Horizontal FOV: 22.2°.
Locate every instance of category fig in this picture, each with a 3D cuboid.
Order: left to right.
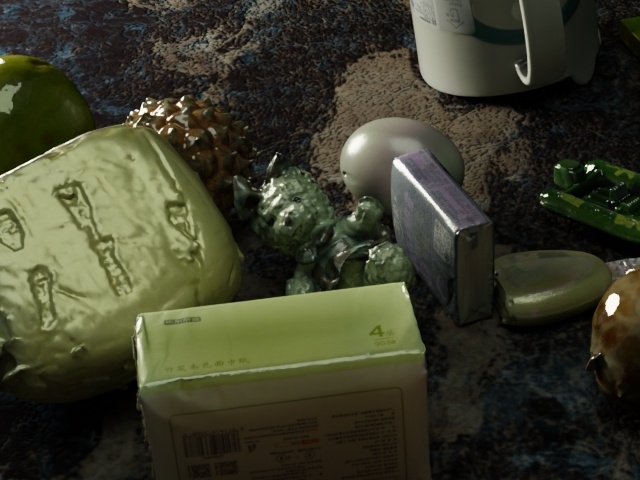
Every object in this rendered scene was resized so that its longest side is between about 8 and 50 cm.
[{"bbox_3d":[-0.320,-0.084,1.643,0.181,0.181,0.191,5,47,15],"label":"fig"}]

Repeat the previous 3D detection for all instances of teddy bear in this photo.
[{"bbox_3d":[0.013,0.010,1.571,0.133,0.111,0.213,-46,59,7],"label":"teddy bear"}]

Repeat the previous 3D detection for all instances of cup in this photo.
[{"bbox_3d":[0.215,-0.296,1.878,0.219,0.257,0.289,-14,35,-3],"label":"cup"}]

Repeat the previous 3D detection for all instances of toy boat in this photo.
[{"bbox_3d":[0.319,-0.033,1.642,0.104,0.052,0.210,-28,35,-33],"label":"toy boat"}]

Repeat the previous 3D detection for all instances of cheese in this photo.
[{"bbox_3d":[0.259,0.036,1.565,0.192,0.037,0.097,-10,35,-7],"label":"cheese"}]

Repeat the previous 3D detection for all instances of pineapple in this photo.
[{"bbox_3d":[-0.142,-0.082,1.703,0.166,0.166,0.193,0,23,8],"label":"pineapple"}]

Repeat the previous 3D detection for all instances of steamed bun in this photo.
[{"bbox_3d":[-0.219,0.036,1.517,0.273,0.166,0.232,-31,73,-23],"label":"steamed bun"}]

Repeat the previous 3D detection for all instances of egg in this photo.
[{"bbox_3d":[0.085,-0.076,1.697,0.135,0.103,0.103,13,38,25],"label":"egg"}]

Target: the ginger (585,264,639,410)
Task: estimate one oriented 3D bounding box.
[{"bbox_3d":[0.429,0.072,1.379,0.375,0.176,0.256,16,57,26],"label":"ginger"}]

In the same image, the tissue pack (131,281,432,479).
[{"bbox_3d":[-0.031,0.135,1.351,0.234,0.159,0.125,-8,34,-2],"label":"tissue pack"}]

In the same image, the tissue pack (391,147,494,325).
[{"bbox_3d":[0.118,-0.006,1.580,0.051,0.112,0.156,-15,35,-15],"label":"tissue pack"}]

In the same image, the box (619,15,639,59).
[{"bbox_3d":[0.472,-0.246,1.958,0.193,0.030,0.121,-13,34,-9],"label":"box"}]
